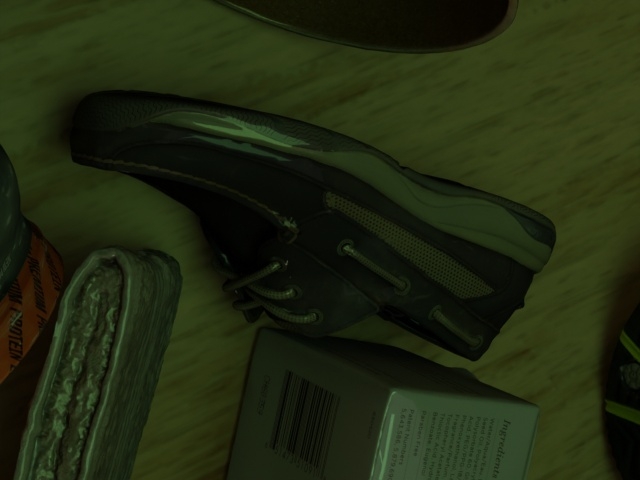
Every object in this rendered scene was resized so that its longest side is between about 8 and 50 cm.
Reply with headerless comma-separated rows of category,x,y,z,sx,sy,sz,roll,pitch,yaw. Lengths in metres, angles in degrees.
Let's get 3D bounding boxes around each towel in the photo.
towel,-0.146,0.139,0.987,0.049,0.187,0.282,15,90,3

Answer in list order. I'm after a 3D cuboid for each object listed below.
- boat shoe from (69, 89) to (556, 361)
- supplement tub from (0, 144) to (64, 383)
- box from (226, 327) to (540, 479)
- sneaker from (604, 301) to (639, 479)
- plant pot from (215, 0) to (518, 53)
boat shoe,0.000,0.000,1.061,0.355,0.132,0.130,18,89,-29
supplement tub,-0.293,-0.042,0.855,0.193,0.193,0.316,-48,119,-13
box,0.030,0.166,1.080,0.119,0.181,0.181,10,94,-30
sneaker,0.320,0.174,1.283,0.147,0.145,0.384,-19,119,-33
plant pot,0.029,-0.277,0.990,0.237,0.237,0.254,23,74,-30
